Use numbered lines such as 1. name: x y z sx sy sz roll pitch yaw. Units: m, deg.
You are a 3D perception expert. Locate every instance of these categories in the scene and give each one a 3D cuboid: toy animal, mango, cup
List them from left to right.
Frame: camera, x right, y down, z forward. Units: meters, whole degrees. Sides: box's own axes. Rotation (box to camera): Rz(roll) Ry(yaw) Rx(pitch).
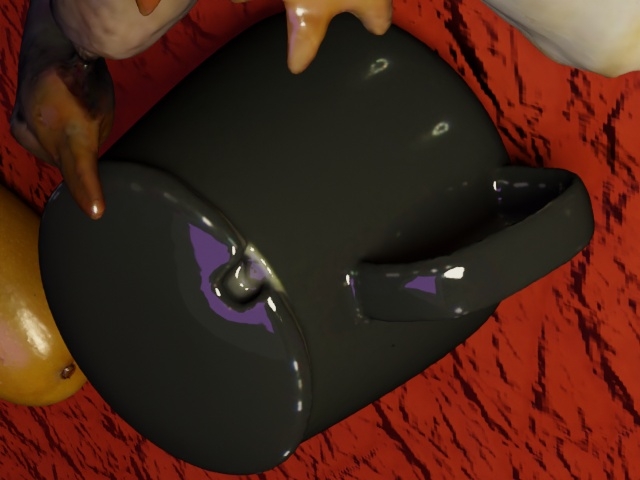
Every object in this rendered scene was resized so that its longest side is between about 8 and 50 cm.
1. mango: -0.192 0.014 1.052 0.184 0.085 0.102 51 147 18
2. toy animal: -0.048 -0.150 0.645 0.185 0.122 0.298 -123 42 -60
3. cup: 0.000 0.000 0.774 0.223 0.176 0.169 2 118 45

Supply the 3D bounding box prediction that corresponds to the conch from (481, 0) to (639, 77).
1. conch: 0.070 -0.135 0.695 0.176 0.094 0.104 37 133 -25
